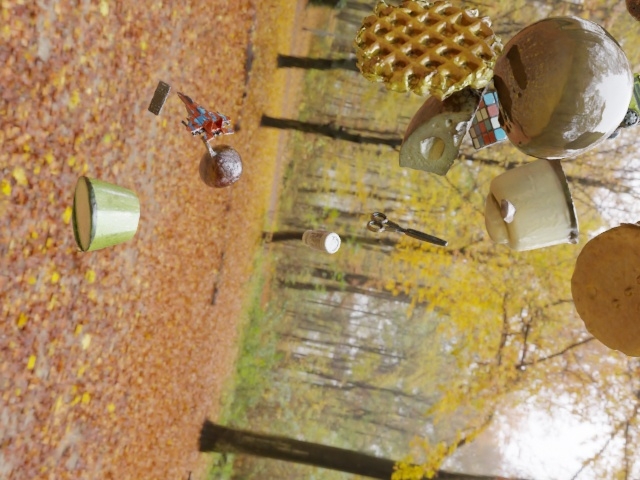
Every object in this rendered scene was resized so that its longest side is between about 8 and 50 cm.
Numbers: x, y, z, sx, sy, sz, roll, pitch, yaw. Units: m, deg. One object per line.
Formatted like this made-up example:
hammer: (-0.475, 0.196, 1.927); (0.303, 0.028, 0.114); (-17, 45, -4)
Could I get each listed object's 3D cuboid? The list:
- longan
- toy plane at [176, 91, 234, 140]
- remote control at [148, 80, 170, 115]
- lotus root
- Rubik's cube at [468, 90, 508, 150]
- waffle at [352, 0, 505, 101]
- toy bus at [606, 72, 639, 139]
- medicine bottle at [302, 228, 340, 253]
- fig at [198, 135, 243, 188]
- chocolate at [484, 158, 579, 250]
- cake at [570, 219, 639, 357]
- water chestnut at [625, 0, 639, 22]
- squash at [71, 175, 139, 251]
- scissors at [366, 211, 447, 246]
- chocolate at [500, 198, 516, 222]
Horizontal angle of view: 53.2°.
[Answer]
longan: (0.529, -0.333, 1.416); (0.319, 0.319, 0.318); (-168, -90, -88)
toy plane: (-0.304, -0.311, 1.590); (0.130, 0.189, 0.061); (-27, 143, -36)
remote control: (-0.453, -0.401, 1.799); (0.096, 0.039, 0.014); (-61, 175, 18)
lotus root: (0.297, -0.287, 1.566); (0.210, 0.142, 0.314); (-60, 173, -37)
Rubik's cube: (0.557, -0.386, 2.007); (0.155, 0.151, 0.154); (171, -99, -77)
waffle: (0.230, -0.413, 1.354); (0.068, 0.325, 0.302); (87, 7, -53)
toy bus: (0.711, -0.333, 1.649); (0.128, 0.262, 0.150); (100, -27, -83)
medicine bottle: (0.000, 0.000, 2.381); (0.140, 0.079, 0.079); (12, -89, 48)
fig: (-0.333, -0.258, 2.158); (0.202, 0.149, 0.148); (149, -68, -70)
chocolate: (0.720, -0.124, 2.234); (0.326, 0.297, 0.314); (-64, 139, -64)
cake: (0.827, 0.102, 1.541); (0.332, 0.321, 0.332); (16, -71, 56)
water chestnut: (1.039, -0.750, 1.874); (0.244, 0.289, 0.289); (-62, 168, -57)
squash: (-0.485, -0.056, 1.427); (0.170, 0.123, 0.170); (-5, -96, 50)
scissors: (0.234, -0.023, 1.717); (0.088, 0.220, 0.017); (-59, 164, -53)
chocolate: (0.551, -0.084, 1.863); (0.101, 0.031, 0.064); (22, 67, -59)
